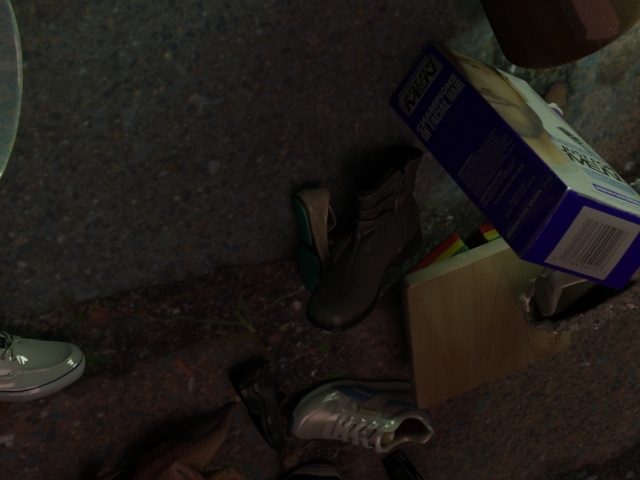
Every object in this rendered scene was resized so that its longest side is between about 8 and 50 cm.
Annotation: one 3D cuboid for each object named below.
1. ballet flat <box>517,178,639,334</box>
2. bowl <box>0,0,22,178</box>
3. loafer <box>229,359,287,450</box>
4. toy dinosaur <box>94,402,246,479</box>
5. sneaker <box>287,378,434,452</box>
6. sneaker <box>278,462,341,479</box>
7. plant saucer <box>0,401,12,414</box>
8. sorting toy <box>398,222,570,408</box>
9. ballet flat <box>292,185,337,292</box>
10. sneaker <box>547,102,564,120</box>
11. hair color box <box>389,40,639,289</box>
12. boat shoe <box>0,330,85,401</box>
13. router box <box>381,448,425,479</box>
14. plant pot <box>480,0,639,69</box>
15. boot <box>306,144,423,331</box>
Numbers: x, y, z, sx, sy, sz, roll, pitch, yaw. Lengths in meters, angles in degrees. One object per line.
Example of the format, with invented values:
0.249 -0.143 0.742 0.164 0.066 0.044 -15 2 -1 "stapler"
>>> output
0.365 0.033 1.790 0.147 0.147 0.409 -14 161 -20 "ballet flat"
-0.432 -0.151 1.377 0.156 0.289 0.289 8 135 18 "bowl"
-0.072 0.237 1.998 0.061 0.062 0.170 -31 137 -10 "loafer"
-0.230 0.340 1.955 0.295 0.127 0.200 -48 127 6 "toy dinosaur"
0.062 0.263 2.072 0.229 0.092 0.087 -3 129 -26 "sneaker"
-0.066 0.457 2.117 0.268 0.153 0.101 -32 135 -3 "sneaker"
-0.430 0.196 1.789 0.083 0.015 0.083 -16 133 -18 "plant saucer"
0.227 0.087 2.021 0.255 0.089 0.257 -21 134 -13 "sorting toy"
0.000 0.000 1.845 0.052 0.057 0.168 -26 136 -22 "ballet flat"
0.326 -0.120 1.918 0.068 0.071 0.170 -35 135 1 "sneaker"
0.245 -0.096 1.701 0.185 0.339 0.110 16 115 -38 "hair color box"
-0.399 0.150 1.721 0.226 0.083 0.076 -10 131 -22 "boat shoe"
0.151 0.401 2.215 0.038 0.122 0.092 -31 136 -10 "router box"
0.249 -0.353 1.606 0.215 0.215 0.230 -37 121 3 "plant pot"
0.053 -0.010 1.802 0.246 0.083 0.161 -48 146 -39 "boot"
